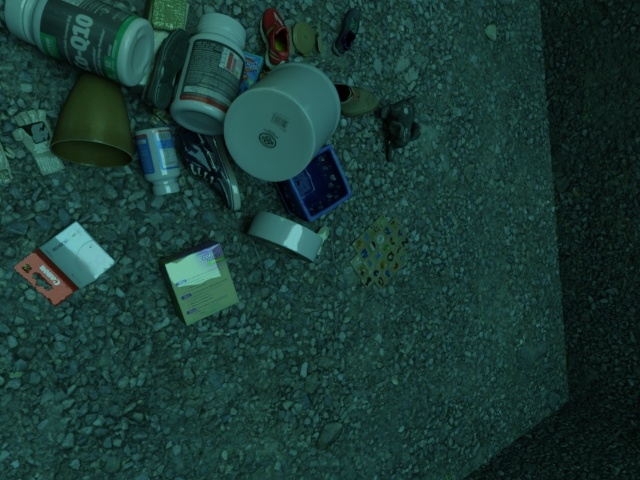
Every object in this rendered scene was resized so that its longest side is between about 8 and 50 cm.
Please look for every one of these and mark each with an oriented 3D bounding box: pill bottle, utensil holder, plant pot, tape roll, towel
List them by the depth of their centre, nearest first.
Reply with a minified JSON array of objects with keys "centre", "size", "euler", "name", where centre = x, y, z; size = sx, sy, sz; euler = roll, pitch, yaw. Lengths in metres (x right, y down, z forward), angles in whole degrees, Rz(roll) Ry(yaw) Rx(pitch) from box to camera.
[{"centre":[-0.699,-0.612,1.415],"size":[0.360,0.204,0.204],"euler":[20,84,-3],"name":"pill bottle"},{"centre":[-0.706,-0.386,1.510],"size":[0.237,0.237,0.255],"euler":[6,77,-32],"name":"plant pot"},{"centre":[-0.484,-0.742,1.539],"size":[0.109,0.027,0.148],"euler":[2,92,-32],"name":"towel"},{"centre":[-0.370,-0.563,1.633],"size":[0.210,0.210,0.363],"euler":[18,75,-32],"name":"pill bottle"},{"centre":[-0.555,-0.271,1.655],"size":[0.124,0.124,0.222],"euler":[-16,103,-30],"name":"pill bottle"},{"centre":[-0.124,-0.411,1.657],"size":[0.328,0.327,0.386],"euler":[61,25,-21],"name":"utensil holder"},{"centre":[-0.136,-0.011,1.853],"size":[0.286,0.286,0.100],"euler":[27,80,-31],"name":"tape roll"},{"centre":[-0.052,-0.229,1.923],"size":[0.235,0.212,0.236],"euler":[-34,112,-24],"name":"plant pot"}]

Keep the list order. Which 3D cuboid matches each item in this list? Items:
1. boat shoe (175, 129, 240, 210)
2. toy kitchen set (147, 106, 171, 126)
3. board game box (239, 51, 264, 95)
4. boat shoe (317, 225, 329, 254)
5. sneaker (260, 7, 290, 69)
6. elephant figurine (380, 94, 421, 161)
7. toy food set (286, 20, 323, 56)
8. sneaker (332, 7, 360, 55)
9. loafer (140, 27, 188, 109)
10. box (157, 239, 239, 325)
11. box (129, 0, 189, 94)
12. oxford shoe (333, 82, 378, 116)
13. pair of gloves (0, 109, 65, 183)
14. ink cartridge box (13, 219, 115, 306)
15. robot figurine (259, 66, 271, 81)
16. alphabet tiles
[{"centre":[-0.413,-0.256,1.759],"size":[0.158,0.127,0.341],"euler":[-20,98,-22],"name":"boat shoe"},{"centre":[-0.562,-0.434,1.661],"size":[0.083,0.075,0.068],"euler":[42,74,-24],"name":"toy kitchen set"},{"centre":[-0.314,-0.594,1.778],"size":[0.160,0.047,0.211],"euler":[15,86,-2],"name":"board game box"},{"centre":[-0.002,-0.001,2.081],"size":[0.048,0.042,0.133],"euler":[20,84,-11],"name":"boat shoe"},{"centre":[-0.156,-0.777,1.820],"size":[0.107,0.118,0.279],"euler":[-1,69,-27],"name":"sneaker"},{"centre":[0.369,-0.499,2.173],"size":[0.169,0.186,0.240],"euler":[-12,89,4],"name":"elephant figurine"},{"centre":[-0.072,-0.812,1.938],"size":[0.192,0.038,0.133],"euler":[-24,115,-42],"name":"toy food set"},{"centre":[0.135,-0.888,2.038],"size":[0.083,0.098,0.224],"euler":[26,82,-31],"name":"sneaker"},{"centre":[-0.501,-0.548,1.518],"size":[0.096,0.084,0.268],"euler":[32,72,-67],"name":"loafer"},{"centre":[-0.448,0.151,1.770],"size":[0.213,0.117,0.243],"euler":[-24,108,-28],"name":"box"},{"centre":[-0.542,-0.644,1.613],"size":[0.121,0.148,0.312],"euler":[11,88,-31],"name":"box"},{"centre":[0.123,-0.598,2.041],"size":[0.347,0.130,0.123],"euler":[-5,98,-31],"name":"oxford shoe"},{"centre":[-0.934,-0.285,1.465],"size":[0.240,0.042,0.204],"euler":[-18,105,-29],"name":"pair of gloves"},{"centre":[-0.825,0.078,1.564],"size":[0.232,0.066,0.189],"euler":[-47,117,-24],"name":"ink cartridge box"},{"centre":[-0.154,-0.564,1.899],"size":[0.211,0.085,0.291],"euler":[-45,116,-21],"name":"robot figurine"},{"centre":[0.289,0.054,2.285],"size":[0.342,0.011,0.285],"euler":[-43,116,-21],"name":"alphabet tiles"}]
